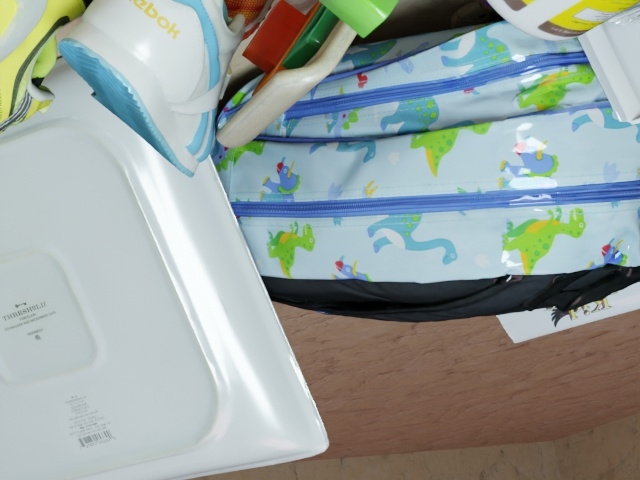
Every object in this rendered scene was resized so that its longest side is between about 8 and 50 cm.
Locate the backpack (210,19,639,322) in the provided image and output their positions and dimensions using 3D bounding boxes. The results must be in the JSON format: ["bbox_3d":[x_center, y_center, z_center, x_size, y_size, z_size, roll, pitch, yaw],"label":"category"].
[{"bbox_3d":[0.091,-0.044,1.053,0.290,0.273,0.355,3,-168,-36],"label":"backpack"}]

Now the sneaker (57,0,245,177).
[{"bbox_3d":[-0.086,-0.104,0.846,0.092,0.087,0.229,-51,177,-6],"label":"sneaker"}]

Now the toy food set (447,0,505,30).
[{"bbox_3d":[0.143,-0.171,1.039,0.077,0.019,0.122,-4,163,-16],"label":"toy food set"}]

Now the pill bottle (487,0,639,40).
[{"bbox_3d":[0.184,-0.203,0.775,0.117,0.117,0.215,4,160,-38],"label":"pill bottle"}]

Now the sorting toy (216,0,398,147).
[{"bbox_3d":[0.010,-0.148,0.802,0.047,0.196,0.347,39,165,-8],"label":"sorting toy"}]

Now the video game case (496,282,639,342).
[{"bbox_3d":[0.287,-0.040,1.204,0.244,0.061,0.269,-18,-156,32],"label":"video game case"}]

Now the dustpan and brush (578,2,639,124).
[{"bbox_3d":[0.256,-0.184,0.929,0.211,0.147,0.060,-30,-174,-30],"label":"dustpan and brush"}]

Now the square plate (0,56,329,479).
[{"bbox_3d":[-0.208,0.051,1.075,0.347,0.344,0.049,-17,-168,25],"label":"square plate"}]

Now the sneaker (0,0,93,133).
[{"bbox_3d":[-0.248,-0.087,0.891,0.147,0.145,0.384,0,163,-28],"label":"sneaker"}]

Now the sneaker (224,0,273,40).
[{"bbox_3d":[-0.084,-0.154,0.901,0.067,0.064,0.175,17,148,-37],"label":"sneaker"}]
